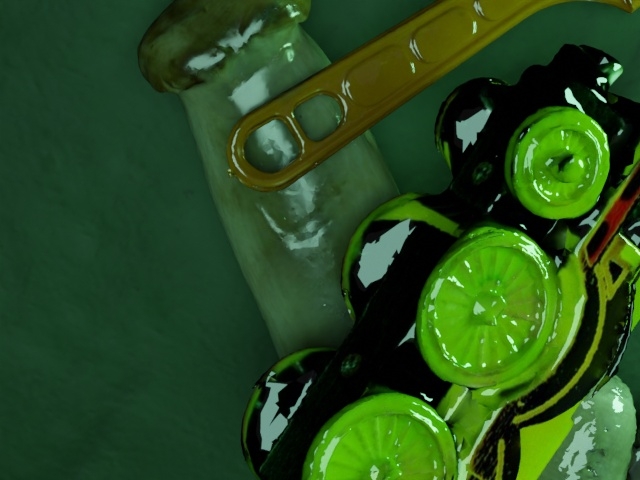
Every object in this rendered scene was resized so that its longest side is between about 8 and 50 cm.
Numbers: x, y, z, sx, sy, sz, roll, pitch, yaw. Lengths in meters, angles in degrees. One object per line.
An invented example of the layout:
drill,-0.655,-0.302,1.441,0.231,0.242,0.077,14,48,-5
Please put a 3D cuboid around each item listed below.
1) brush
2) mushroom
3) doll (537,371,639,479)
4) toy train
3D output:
brush,0.082,-0.119,0.902,0.314,0.017,0.090,-33,100,-9
mushroom,0.000,0.000,0.947,0.100,0.081,0.312,-22,105,7
doll,0.150,0.211,0.961,0.175,0.149,0.278,13,94,14
toy train,0.086,0.047,0.888,0.160,0.100,0.296,34,90,-27
